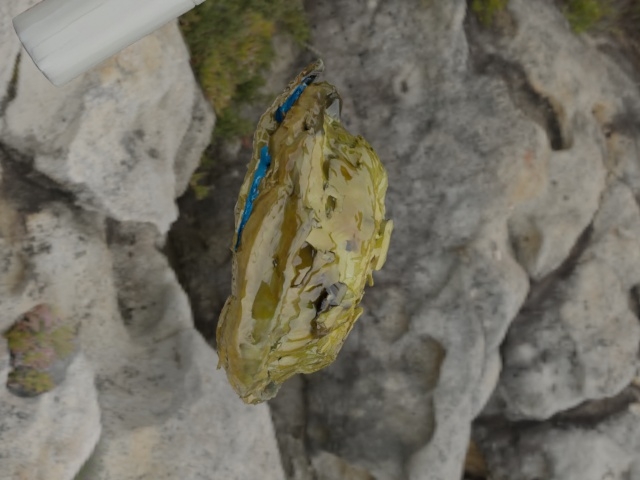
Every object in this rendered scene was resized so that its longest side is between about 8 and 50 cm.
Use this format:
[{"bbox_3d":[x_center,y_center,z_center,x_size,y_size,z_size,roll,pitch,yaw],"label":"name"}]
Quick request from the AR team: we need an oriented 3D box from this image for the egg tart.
[{"bbox_3d":[0.000,0.000,0.753,0.291,0.107,0.291,13,90,-83],"label":"egg tart"}]

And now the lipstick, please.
[{"bbox_3d":[-0.077,-0.120,0.425,0.130,0.038,0.038,-31,113,1],"label":"lipstick"}]
